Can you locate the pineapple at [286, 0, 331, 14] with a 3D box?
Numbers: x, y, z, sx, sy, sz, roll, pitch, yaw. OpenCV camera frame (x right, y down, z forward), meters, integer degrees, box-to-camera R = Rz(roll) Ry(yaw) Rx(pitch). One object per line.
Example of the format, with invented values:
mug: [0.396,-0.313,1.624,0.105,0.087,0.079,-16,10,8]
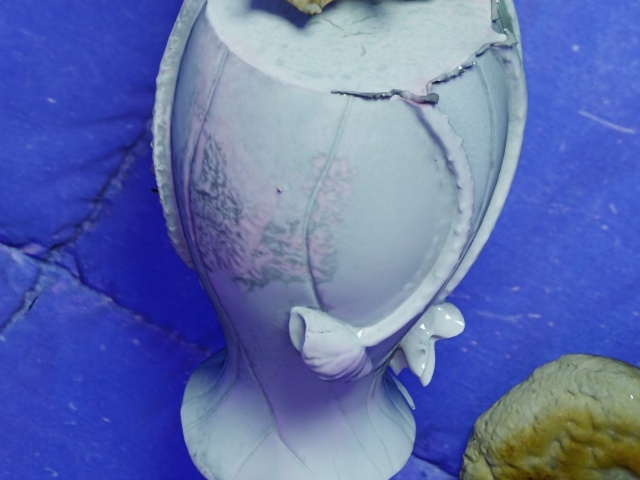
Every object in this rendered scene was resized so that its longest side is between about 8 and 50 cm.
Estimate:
pineapple: [0.034,-0.231,1.116,0.186,0.236,0.114,42,133,23]

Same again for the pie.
pie: [0.248,0.236,1.468,0.337,0.075,0.337,20,132,23]

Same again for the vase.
vase: [0.000,0.000,1.271,0.250,0.250,0.445,8,135,1]
